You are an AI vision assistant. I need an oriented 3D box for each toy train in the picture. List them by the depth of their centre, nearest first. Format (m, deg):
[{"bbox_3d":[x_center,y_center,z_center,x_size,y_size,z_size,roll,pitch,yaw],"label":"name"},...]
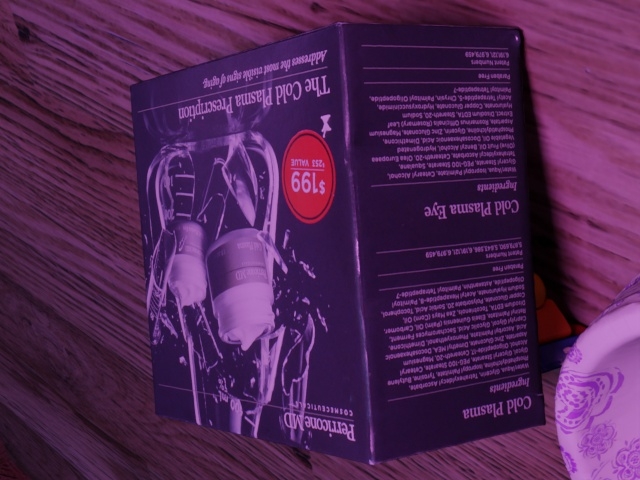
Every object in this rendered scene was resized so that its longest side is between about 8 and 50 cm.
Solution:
[{"bbox_3d":[0.171,0.051,0.981,0.248,0.105,0.143,-33,73,55],"label":"toy train"}]

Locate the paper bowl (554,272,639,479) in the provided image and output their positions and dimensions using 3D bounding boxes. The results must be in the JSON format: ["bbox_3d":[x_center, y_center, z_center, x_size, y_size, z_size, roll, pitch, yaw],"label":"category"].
[{"bbox_3d":[0.309,0.125,0.764,0.284,0.148,0.284,27,137,29],"label":"paper bowl"}]

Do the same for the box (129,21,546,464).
[{"bbox_3d":[0.000,0.000,0.981,0.343,0.179,0.312,-3,93,56],"label":"box"}]
